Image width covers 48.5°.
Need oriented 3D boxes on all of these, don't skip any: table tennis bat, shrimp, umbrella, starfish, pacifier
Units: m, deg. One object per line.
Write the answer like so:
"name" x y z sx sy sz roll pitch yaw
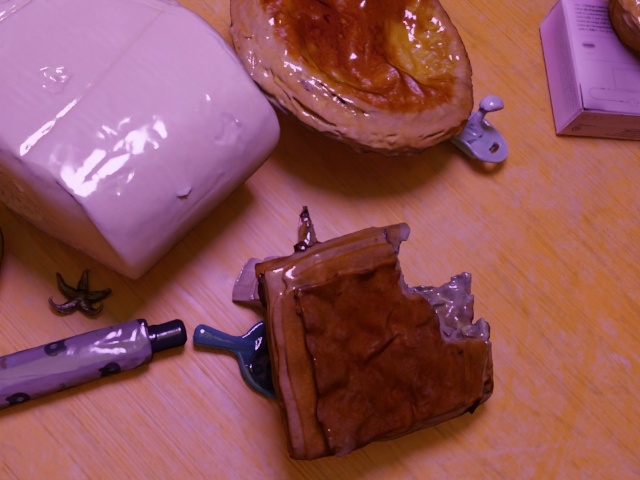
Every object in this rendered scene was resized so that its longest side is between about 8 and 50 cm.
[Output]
"table tennis bat" -0.097 0.169 1.086 0.201 0.033 0.124 18 68 -9
"shrimp" 0.000 0.000 1.167 0.090 0.025 0.127 -10 77 -14
"umbrella" -0.358 0.174 1.014 0.337 0.067 0.073 -16 87 -16
"starfish" -0.365 0.080 1.068 0.091 0.028 0.078 37 62 7
"pacifier" 0.282 -0.209 1.250 0.150 0.117 0.126 42 43 10

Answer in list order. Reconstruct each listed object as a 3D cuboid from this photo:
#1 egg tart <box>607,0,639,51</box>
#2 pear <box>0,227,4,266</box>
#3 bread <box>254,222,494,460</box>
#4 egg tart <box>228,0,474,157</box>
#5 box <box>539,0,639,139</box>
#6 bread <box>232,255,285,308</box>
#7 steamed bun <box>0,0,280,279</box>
"egg tart" 0.629 -0.423 1.277 0.318 0.128 0.319 7 66 -15
"pear" -0.543 0.010 0.977 0.199 0.200 0.200 3 70 -9
"bread" 0.071 0.126 1.023 0.369 0.191 0.315 -14 101 -31
"egg tart" 0.043 -0.303 1.177 0.442 0.178 0.444 12 59 -20
"box" 0.541 -0.322 1.340 0.203 0.106 0.252 2 71 -11
"bread" -0.046 0.087 1.129 0.152 0.105 0.077 33 63 -32
"steamed bun" -0.322 -0.183 1.035 0.456 0.290 0.371 41 65 5
